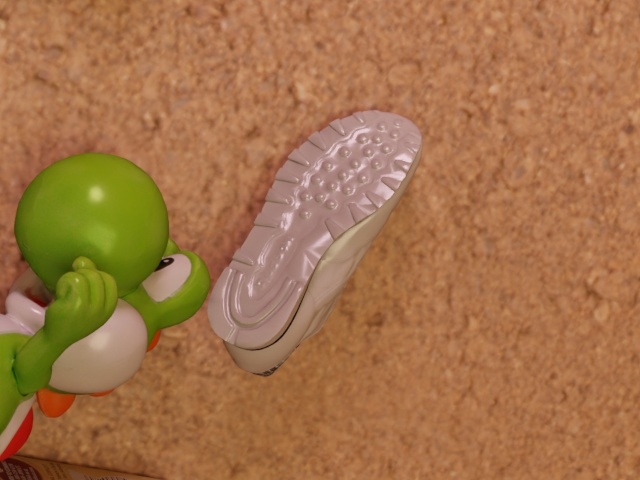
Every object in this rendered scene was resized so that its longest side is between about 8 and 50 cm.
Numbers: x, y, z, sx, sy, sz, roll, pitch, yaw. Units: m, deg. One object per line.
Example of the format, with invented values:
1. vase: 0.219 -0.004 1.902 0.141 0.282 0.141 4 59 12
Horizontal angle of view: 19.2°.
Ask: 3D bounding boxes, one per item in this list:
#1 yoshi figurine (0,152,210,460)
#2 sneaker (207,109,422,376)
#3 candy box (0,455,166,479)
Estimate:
1. yoshi figurine: -0.236 0.050 1.338 0.362 0.203 0.203 -30 78 -35
2. sneaker: 0.000 0.000 1.488 0.235 0.090 0.095 -51 152 -12
3. candy box: -0.273 0.258 1.453 0.316 0.087 0.182 13 101 -23
